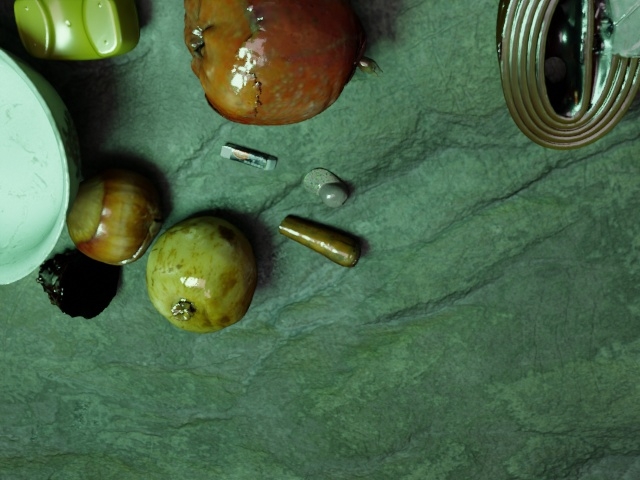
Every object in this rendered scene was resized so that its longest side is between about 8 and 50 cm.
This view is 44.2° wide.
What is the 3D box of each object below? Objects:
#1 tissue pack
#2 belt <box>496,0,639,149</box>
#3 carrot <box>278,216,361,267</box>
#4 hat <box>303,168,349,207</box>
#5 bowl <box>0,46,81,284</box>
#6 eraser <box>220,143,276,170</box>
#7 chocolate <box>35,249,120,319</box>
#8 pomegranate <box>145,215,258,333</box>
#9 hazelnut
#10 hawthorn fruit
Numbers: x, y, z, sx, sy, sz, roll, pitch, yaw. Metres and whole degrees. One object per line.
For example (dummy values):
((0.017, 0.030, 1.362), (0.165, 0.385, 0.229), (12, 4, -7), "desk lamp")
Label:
((-0.375, -0.349, 1.239), (0.178, 0.127, 0.123), (0, 117, 8), "tissue pack")
((0.371, -0.305, 1.160), (0.217, 0.122, 0.339), (1, 125, 9), "belt")
((0.000, 0.000, 1.472), (0.161, 0.055, 0.055), (25, 125, -1), "carrot")
((0.009, -0.088, 1.411), (0.087, 0.042, 0.058), (27, 124, -10), "hat")
((-0.548, -0.154, 1.324), (0.434, 0.196, 0.435), (7, 109, 20), "bowl")
((-0.128, -0.148, 1.404), (0.099, 0.019, 0.027), (18, 125, -3), "eraser")
((-0.498, 0.070, 1.561), (0.133, 0.156, 0.156), (19, 130, 29), "chocolate")
((-0.215, 0.067, 1.452), (0.215, 0.215, 0.215), (4, 125, 6), "pomegranate")
((-0.378, -0.047, 1.432), (0.182, 0.182, 0.182), (4, 125, 6), "hazelnut")
((-0.047, -0.290, 1.162), (0.307, 0.276, 0.276), (5, 130, -27), "hawthorn fruit")
